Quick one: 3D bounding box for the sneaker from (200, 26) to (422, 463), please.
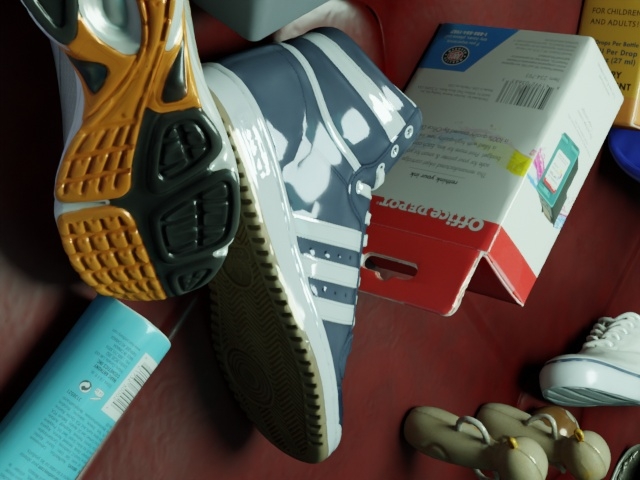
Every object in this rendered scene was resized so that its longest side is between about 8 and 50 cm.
[{"bbox_3d":[0.000,0.000,0.764,0.153,0.099,0.282,-34,122,-36],"label":"sneaker"}]

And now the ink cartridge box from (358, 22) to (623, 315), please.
[{"bbox_3d":[0.107,-0.042,0.847,0.078,0.134,0.231,47,66,-46],"label":"ink cartridge box"}]

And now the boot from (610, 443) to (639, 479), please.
[{"bbox_3d":[0.377,0.351,1.323,0.208,0.076,0.190,47,51,-52],"label":"boot"}]

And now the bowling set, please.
[{"bbox_3d":[0.204,0.216,1.019,0.200,0.154,0.287,-43,131,-32],"label":"bowling set"}]

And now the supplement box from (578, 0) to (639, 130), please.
[{"bbox_3d":[0.286,-0.217,1.049,0.080,0.078,0.234,5,96,-47],"label":"supplement box"}]

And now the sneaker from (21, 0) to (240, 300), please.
[{"bbox_3d":[-0.099,-0.091,0.619,0.099,0.121,0.263,-5,124,-5],"label":"sneaker"}]

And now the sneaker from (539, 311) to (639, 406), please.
[{"bbox_3d":[0.289,0.118,1.156,0.258,0.094,0.091,13,73,-54],"label":"sneaker"}]

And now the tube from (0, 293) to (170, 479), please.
[{"bbox_3d":[-0.164,0.127,0.654,0.207,0.052,0.080,-55,136,-16],"label":"tube"}]

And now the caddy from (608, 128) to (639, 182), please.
[{"bbox_3d":[0.436,-0.118,1.071,0.179,0.341,0.241,21,85,-32],"label":"caddy"}]

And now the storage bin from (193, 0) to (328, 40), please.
[{"bbox_3d":[-0.025,-0.187,0.697,0.135,0.098,0.091,-37,154,-38],"label":"storage bin"}]
